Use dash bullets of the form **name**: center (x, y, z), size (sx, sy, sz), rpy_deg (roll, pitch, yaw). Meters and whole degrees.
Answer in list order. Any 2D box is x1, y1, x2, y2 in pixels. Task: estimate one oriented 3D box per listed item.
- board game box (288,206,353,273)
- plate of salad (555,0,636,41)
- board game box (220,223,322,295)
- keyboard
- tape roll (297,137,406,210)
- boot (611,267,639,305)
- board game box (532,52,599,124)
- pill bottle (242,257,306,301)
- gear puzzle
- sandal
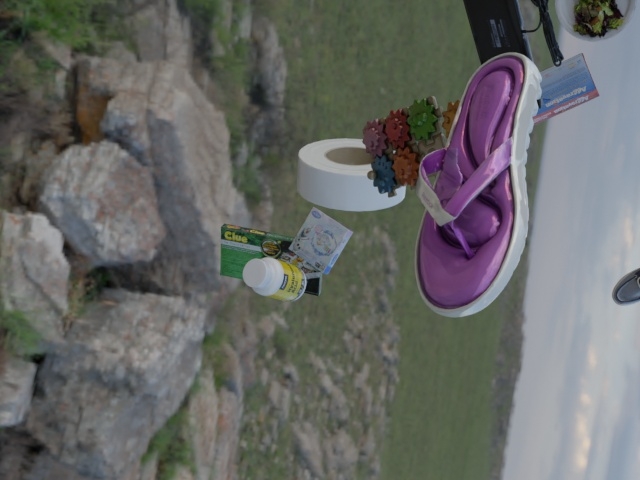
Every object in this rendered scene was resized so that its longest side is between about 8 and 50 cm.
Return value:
- **board game box**: center (0.000, 0.000, 1.625), size (0.090, 0.090, 0.020), rpy_deg (-59, 149, 6)
- **plate of salad**: center (0.679, -0.594, 2.252), size (0.048, 0.200, 0.200), rpy_deg (-32, 131, -56)
- **board game box**: center (-0.120, 0.046, 2.203), size (0.030, 0.259, 0.136), rpy_deg (-55, 153, -58)
- **keyboard**: center (0.364, -0.391, 1.685), size (0.033, 0.201, 0.317), rpy_deg (-40, 123, -28)
- **tape roll**: center (0.082, -0.173, 2.331), size (0.286, 0.286, 0.100), rpy_deg (-54, 150, -62)
- **boot**: center (0.718, 0.084, 1.974), size (0.069, 0.190, 0.086), rpy_deg (56, 20, 9)
- **board game box**: center (0.494, -0.326, 2.111), size (0.027, 0.281, 0.145), rpy_deg (50, 26, -38)
- **pill bottle**: center (-0.078, 0.064, 1.515), size (0.116, 0.065, 0.065), rpy_deg (20, 79, -58)
- **gear puzzle**: center (0.194, -0.198, 1.869), size (0.044, 0.339, 0.175), rpy_deg (-11, 87, -35)
- **sandal**: center (0.186, -0.091, 1.188), size (0.102, 0.169, 0.416), rpy_deg (36, 53, -30)
